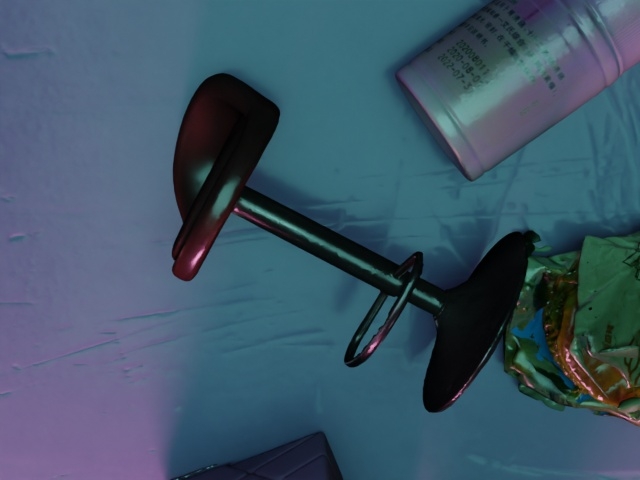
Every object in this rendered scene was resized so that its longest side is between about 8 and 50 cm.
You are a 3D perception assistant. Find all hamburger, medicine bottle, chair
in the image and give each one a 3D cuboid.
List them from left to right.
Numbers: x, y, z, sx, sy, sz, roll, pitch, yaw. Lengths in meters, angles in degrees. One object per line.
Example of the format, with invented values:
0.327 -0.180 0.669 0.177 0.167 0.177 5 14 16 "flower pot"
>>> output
0.000 0.000 1.185 0.400 0.226 0.227 28 97 -5 "chair"
0.226 -0.197 1.194 0.254 0.152 0.152 -35 99 4 "medicine bottle"
0.349 0.106 1.250 0.275 0.150 0.261 -12 98 1 "hamburger"

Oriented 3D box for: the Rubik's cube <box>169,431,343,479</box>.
-0.055 0.382 1.245 0.231 0.221 0.225 -20 99 2 "Rubik's cube"
